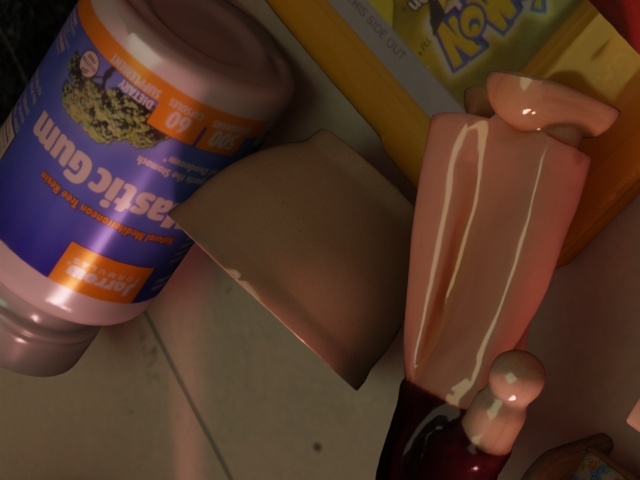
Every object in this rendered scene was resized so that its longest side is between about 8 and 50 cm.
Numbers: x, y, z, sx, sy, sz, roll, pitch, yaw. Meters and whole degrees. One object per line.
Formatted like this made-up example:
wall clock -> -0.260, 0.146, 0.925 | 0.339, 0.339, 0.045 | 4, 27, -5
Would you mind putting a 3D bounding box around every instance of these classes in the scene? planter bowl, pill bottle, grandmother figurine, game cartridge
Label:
planter bowl -> 0.000, 0.000, 1.012 | 0.109, 0.162, 0.162 | -47, 65, -3
pill bottle -> -0.148, -0.040, 1.096 | 0.152, 0.152, 0.272 | 46, 116, 23
grandmother figurine -> 0.070, 0.086, 0.889 | 0.104, 0.208, 0.342 | 16, 87, 5
game cartridge -> 0.113, -0.176, 0.974 | 0.285, 0.053, 0.323 | -49, 66, 26

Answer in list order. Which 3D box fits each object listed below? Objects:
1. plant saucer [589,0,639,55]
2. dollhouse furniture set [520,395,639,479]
plant saucer -> 0.287, -0.142, 0.783 | 0.259, 0.048, 0.258 | -40, 57, 10
dollhouse furniture set -> 0.198, 0.180, 0.869 | 0.212, 0.161, 0.242 | 37, 112, 27
